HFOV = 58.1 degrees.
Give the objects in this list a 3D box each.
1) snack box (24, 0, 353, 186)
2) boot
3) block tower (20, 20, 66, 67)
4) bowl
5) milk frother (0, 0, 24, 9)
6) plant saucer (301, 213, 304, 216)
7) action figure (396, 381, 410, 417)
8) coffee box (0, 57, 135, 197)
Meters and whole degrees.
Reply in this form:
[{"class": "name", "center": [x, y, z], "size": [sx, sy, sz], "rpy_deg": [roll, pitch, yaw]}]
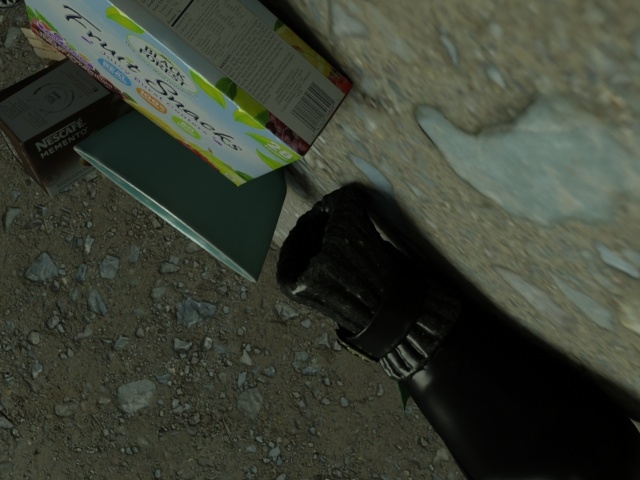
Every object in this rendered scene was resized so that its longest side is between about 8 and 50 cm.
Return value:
[{"class": "snack box", "center": [-0.103, -0.134, 0.414], "size": [0.207, 0.070, 0.174], "rpy_deg": [36, 166, -18]}, {"class": "boot", "center": [0.094, 0.088, 0.518], "size": [0.260, 0.131, 0.348], "rpy_deg": [47, 174, -20]}, {"class": "block tower", "center": [-0.371, -0.237, 1.006], "size": [0.091, 0.097, 0.335], "rpy_deg": [19, 148, 28]}, {"class": "bowl", "center": [-0.170, -0.093, 0.829], "size": [0.311, 0.163, 0.311], "rpy_deg": [36, 171, 6]}, {"class": "milk frother", "center": [-0.364, -0.376, 0.739], "size": [0.143, 0.129, 0.134], "rpy_deg": [11, -137, -9]}, {"class": "plant saucer", "center": [0.000, 0.000, 1.090], "size": [0.119, 0.021, 0.119], "rpy_deg": [44, 173, 6]}, {"class": "action figure", "center": [0.115, 0.124, 0.804], "size": [0.063, 0.137, 0.232], "rpy_deg": [-1, 129, 49]}, {"class": "coffee box", "center": [-0.337, -0.194, 0.854], "size": [0.098, 0.246, 0.141], "rpy_deg": [44, 155, 15]}]
